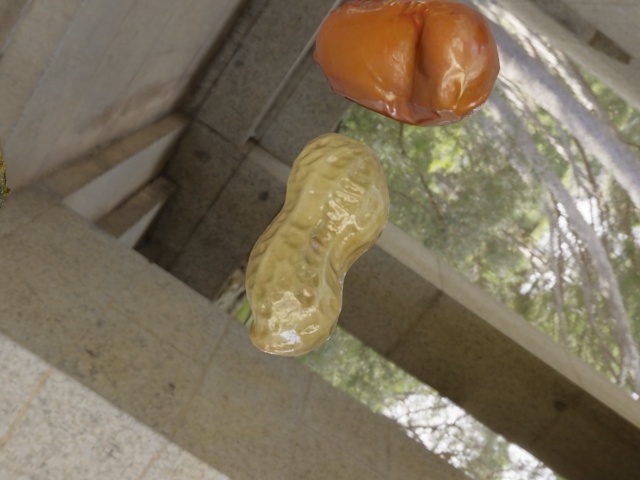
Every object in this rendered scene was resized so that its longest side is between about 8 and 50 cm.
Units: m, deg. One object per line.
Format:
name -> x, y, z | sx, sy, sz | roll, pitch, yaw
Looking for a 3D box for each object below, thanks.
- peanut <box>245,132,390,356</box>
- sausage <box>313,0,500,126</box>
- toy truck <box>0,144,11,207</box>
peanut -> 0.000, 0.000, 0.834 | 0.136, 0.120, 0.298 | 0, -126, 36
sausage -> 0.059, -0.126, 0.498 | 0.089, 0.089, 0.179 | -55, -144, 2
toy truck -> -0.266, -0.059, 0.549 | 0.054, 0.049, 0.083 | -98, -165, -54
